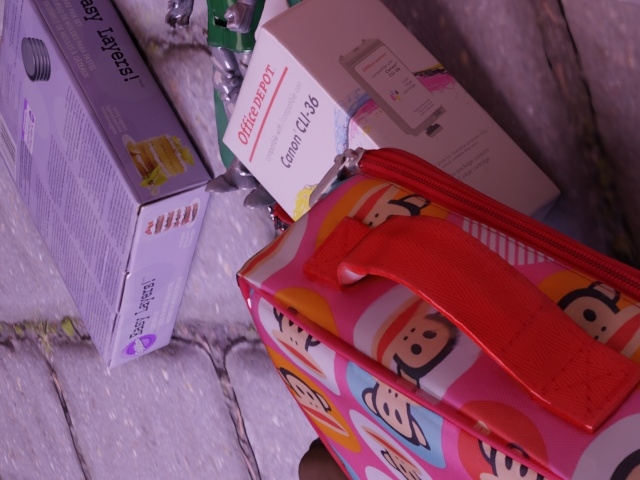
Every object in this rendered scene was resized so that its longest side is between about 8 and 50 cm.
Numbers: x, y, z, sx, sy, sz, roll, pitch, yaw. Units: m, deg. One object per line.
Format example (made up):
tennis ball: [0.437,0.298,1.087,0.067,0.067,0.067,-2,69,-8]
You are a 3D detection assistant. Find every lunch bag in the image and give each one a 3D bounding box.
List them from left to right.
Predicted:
lunch bag: [0.090,0.082,0.669,0.293,0.120,0.258,31,159,50]

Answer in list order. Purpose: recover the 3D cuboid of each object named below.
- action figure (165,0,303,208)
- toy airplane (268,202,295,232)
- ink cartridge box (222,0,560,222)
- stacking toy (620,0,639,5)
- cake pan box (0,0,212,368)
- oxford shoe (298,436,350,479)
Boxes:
action figure: [-0.047,-0.139,0.978,0.137,0.063,0.232,18,117,54]
toy airplane: [0.000,0.000,1.034,0.151,0.028,0.151,44,144,45]
ink cartridge box: [0.018,-0.053,0.856,0.198,0.067,0.115,48,151,13]
stacking toy: [0.004,-0.273,0.577,0.480,0.350,0.350,48,152,7]
cake pan box: [-0.184,-0.059,1.330,0.246,0.070,0.267,61,154,25]
oxford shoe: [0.037,0.202,1.032,0.227,0.096,0.083,46,148,45]
